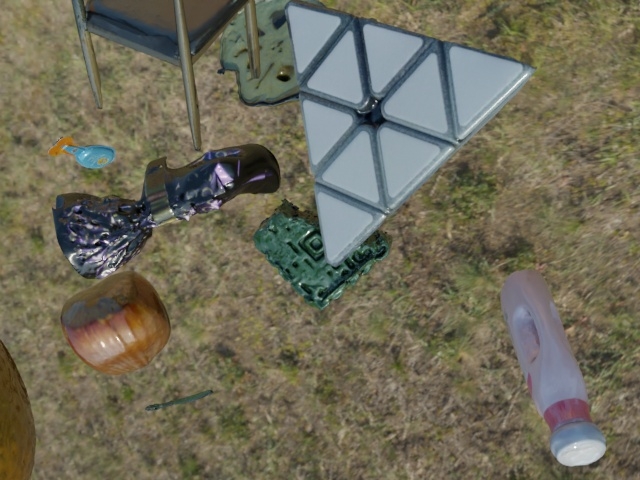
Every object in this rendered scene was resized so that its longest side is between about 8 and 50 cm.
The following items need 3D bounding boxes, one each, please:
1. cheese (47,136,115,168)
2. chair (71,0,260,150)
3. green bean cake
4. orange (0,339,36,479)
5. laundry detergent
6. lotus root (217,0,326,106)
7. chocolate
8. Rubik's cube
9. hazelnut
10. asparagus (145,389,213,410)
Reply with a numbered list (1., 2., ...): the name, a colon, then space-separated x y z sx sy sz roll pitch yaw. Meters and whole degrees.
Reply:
1. cheese: -0.315 -0.117 0.931 0.047 0.111 0.017 -39 72 15
2. chair: -0.184 -0.274 0.825 0.188 0.166 0.272 24 151 14
3. green bean cake: 0.000 0.000 1.261 0.193 0.107 0.208 -43 91 19
4. orange: -0.333 0.143 0.460 0.274 0.274 0.274 7 101 35
5. laundry detergent: 0.378 0.205 1.149 0.088 0.335 0.159 -11 131 6
6. lotus root: -0.057 -0.290 1.104 0.204 0.078 0.183 -1 80 14
7. chocolate: -0.101 -0.031 0.464 0.147 0.072 0.070 -30 108 0
8. Rubik's cube: 0.094 -0.140 0.789 0.229 0.233 0.228 -10 134 3
9. hazelnut: -0.307 0.127 1.057 0.150 0.150 0.150 7 101 35
10. asparagus: -0.256 0.290 1.257 0.166 0.013 0.016 -21 78 28
